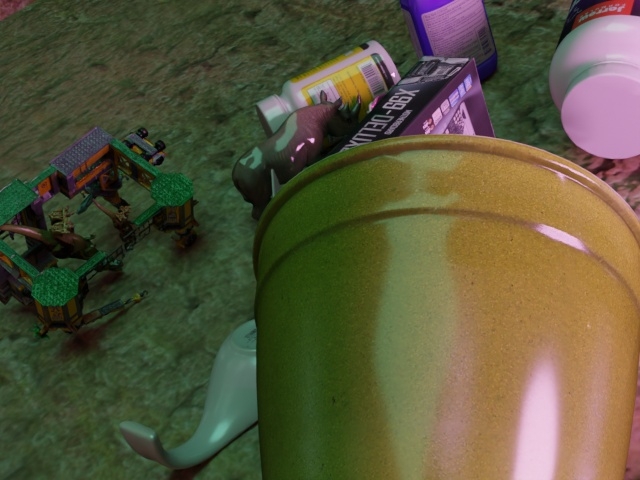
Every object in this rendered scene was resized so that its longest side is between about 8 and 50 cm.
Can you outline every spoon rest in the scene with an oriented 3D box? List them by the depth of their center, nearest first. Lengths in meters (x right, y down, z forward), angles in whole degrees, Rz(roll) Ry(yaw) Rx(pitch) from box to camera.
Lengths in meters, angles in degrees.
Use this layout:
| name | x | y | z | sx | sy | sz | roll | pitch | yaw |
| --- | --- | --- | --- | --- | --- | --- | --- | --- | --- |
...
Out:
| name | x | y | z | sx | sy | sz | roll | pitch | yaw |
| --- | --- | --- | --- | --- | --- | --- | --- | --- | --- |
| spoon rest | -0.103 | 0.171 | 1.187 | 0.137 | 0.084 | 0.276 | 13 | 34 | 39 |

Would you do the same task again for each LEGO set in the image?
| name | x | y | z | sx | sy | sz | roll | pitch | yaw |
| --- | --- | --- | --- | --- | --- | --- | --- | --- | --- |
| LEGO set | -0.335 | 0.008 | 1.491 | 0.255 | 0.192 | 0.331 | 29 | 57 | 14 |

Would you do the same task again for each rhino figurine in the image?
| name | x | y | z | sx | sy | sz | roll | pitch | yaw |
| --- | --- | --- | --- | --- | --- | --- | --- | --- | --- |
| rhino figurine | -0.026 | -0.131 | 1.489 | 0.243 | 0.106 | 0.073 | -43 | 32 | -14 |

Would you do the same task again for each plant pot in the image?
| name | x | y | z | sx | sy | sz | roll | pitch | yaw |
| --- | --- | --- | --- | --- | --- | --- | --- | --- | --- |
| plant pot | 0.101 | 0.166 | 0.863 | 0.366 | 0.366 | 0.353 | -9 | 48 | 19 |

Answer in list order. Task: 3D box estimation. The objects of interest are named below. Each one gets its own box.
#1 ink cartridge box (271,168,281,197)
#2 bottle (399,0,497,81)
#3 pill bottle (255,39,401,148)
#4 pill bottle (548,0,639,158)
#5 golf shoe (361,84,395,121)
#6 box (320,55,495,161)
| name | x | y | z | sx | sy | sz | roll | pitch | yaw |
| --- | --- | --- | --- | --- | --- | --- | --- | --- | --- |
| ink cartridge box | 0.000 | 0.000 | 1.252 | 0.060 | 0.180 | 0.104 | -18 | 35 | 7 |
| bottle | 0.178 | -0.360 | 1.551 | 0.118 | 0.283 | 0.092 | -30 | 35 | -8 |
| pill bottle | 0.014 | -0.209 | 1.586 | 0.208 | 0.119 | 0.119 | -26 | 34 | -6 |
| pill bottle | 0.403 | -0.251 | 1.362 | 0.181 | 0.181 | 0.323 | -2 | 39 | 27 |
| golf shoe | 0.080 | -0.135 | 1.430 | 0.306 | 0.140 | 0.115 | -32 | 36 | -11 |
| box | 0.096 | -0.025 | 1.177 | 0.076 | 0.242 | 0.307 | 11 | 46 | 40 |
